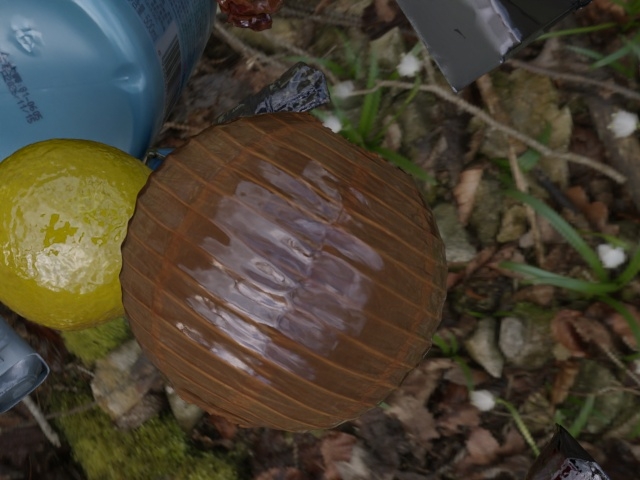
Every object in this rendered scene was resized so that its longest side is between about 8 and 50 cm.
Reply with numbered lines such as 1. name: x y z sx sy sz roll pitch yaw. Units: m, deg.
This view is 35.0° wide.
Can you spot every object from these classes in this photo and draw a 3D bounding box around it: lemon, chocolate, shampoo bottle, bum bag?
1. lemon: -0.225 -0.004 0.951 0.244 0.187 0.187 21 81 16
2. chocolate: 0.265 0.274 1.051 0.080 0.125 0.148 -40 69 -3
3. shampoo bottle: -0.315 -0.250 1.222 0.331 0.342 0.331 3 124 5
4. bum bag: -0.097 -0.222 1.763 0.248 0.069 0.102 -31 74 6

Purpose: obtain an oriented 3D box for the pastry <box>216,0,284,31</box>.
1. pastry: -0.027 -0.202 0.537 0.097 0.208 0.115 34 64 -5

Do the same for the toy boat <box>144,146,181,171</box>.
1. toy boat: -0.140 -0.016 1.103 0.077 0.075 0.185 -26 76 -45

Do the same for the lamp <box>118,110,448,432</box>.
1. lamp: -0.015 0.014 0.422 0.136 0.136 0.136 0 88 -17

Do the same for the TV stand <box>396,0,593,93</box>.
1. TV stand: 0.121 -0.136 0.432 0.256 0.040 0.049 -37 96 -40

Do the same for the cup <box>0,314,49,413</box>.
1. cup: -0.437 0.146 1.329 0.095 0.128 0.129 -41 68 -16
